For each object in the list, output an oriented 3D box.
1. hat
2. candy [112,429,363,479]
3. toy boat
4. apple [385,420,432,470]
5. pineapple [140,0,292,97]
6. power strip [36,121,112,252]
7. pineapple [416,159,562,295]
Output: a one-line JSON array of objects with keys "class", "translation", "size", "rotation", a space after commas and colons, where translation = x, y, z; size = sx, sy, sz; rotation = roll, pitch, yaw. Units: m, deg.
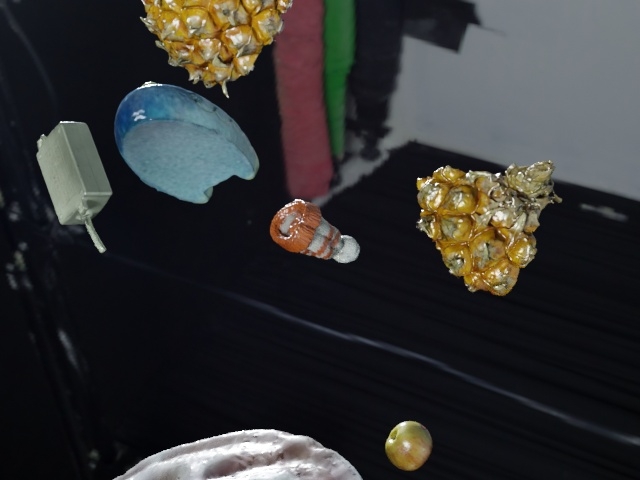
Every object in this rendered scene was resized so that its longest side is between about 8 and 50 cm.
[{"class": "hat", "translation": [0.000, 0.000, 1.652], "size": [0.162, 0.112, 0.093], "rotation": [35, -92, -33]}, {"class": "candy", "translation": [-0.077, 0.247, 0.634], "size": [0.214, 0.290, 0.157], "rotation": [-91, -25, -45]}, {"class": "toy boat", "translation": [-0.265, -0.200, 1.832], "size": [0.330, 0.215, 0.123], "rotation": [33, -140, -50]}, {"class": "apple", "translation": [0.149, 0.347, 1.598], "size": [0.084, 0.071, 0.084], "rotation": [-49, 10, 11]}, {"class": "pineapple", "translation": [-0.249, -0.398, 1.663], "size": [0.286, 0.344, 0.209], "rotation": [26, -117, -27]}, {"class": "power strip", "translation": [-0.294, -0.063, 1.150], "size": [0.042, 0.175, 0.075], "rotation": [-4, -27, -46]}, {"class": "pineapple", "translation": [0.142, -0.023, 0.726], "size": [0.114, 0.114, 0.077], "rotation": [-36, -17, 35]}]
